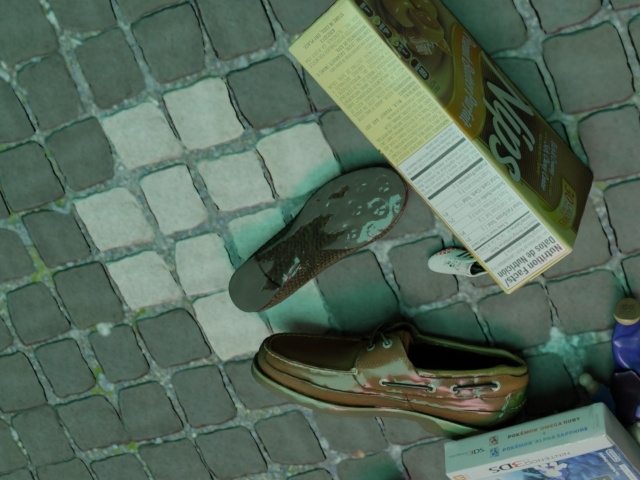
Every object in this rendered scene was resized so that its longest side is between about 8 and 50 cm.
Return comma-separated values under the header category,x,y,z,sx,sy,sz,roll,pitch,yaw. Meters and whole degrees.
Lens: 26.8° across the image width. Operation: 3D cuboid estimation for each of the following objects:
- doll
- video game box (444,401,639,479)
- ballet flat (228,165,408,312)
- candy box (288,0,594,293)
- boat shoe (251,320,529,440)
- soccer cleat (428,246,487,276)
category,x,y,z,sx,sy,sz,roll,pitch,yaw
doll,0.344,0.150,1.449,0.129,0.046,0.189,-2,121,10
video game box,0.264,0.263,1.481,0.187,0.048,0.205,-18,137,27
ballet flat,0.000,0.000,1.490,0.250,0.058,0.084,-39,77,24
candy box,0.126,-0.120,1.309,0.316,0.183,0.087,47,121,-7
boat shoe,0.079,0.137,1.500,0.307,0.111,0.105,11,120,0
soccer cleat,0.155,0.025,1.456,0.083,0.036,0.029,-1,115,18
